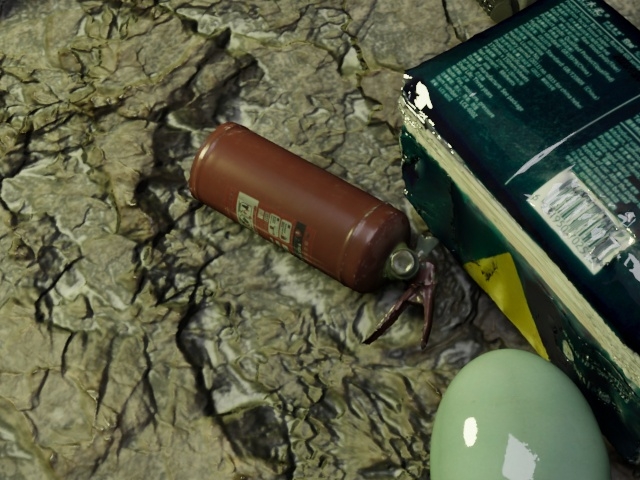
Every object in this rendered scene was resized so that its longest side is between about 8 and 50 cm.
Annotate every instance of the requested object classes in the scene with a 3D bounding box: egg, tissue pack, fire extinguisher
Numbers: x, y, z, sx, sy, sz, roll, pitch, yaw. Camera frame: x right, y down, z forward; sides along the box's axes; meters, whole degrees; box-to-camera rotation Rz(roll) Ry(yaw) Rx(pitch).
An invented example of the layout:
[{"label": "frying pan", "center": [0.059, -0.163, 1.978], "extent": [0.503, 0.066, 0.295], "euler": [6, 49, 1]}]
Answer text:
[{"label": "egg", "center": [0.187, 0.212, 1.128], "extent": [0.168, 0.168, 0.231], "euler": [-8, 57, 5]}, {"label": "tissue pack", "center": [0.289, -0.030, 1.204], "extent": [0.264, 0.253, 0.416], "euler": [-32, 60, -11]}, {"label": "fire extinguisher", "center": [0.000, 0.000, 1.335], "extent": [0.337, 0.106, 0.147], "euler": [30, 95, 25]}]

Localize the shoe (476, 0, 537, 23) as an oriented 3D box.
[{"label": "shoe", "center": [0.218, -0.357, 1.525], "extent": [0.077, 0.074, 0.194], "euler": [-23, 60, -18]}]
